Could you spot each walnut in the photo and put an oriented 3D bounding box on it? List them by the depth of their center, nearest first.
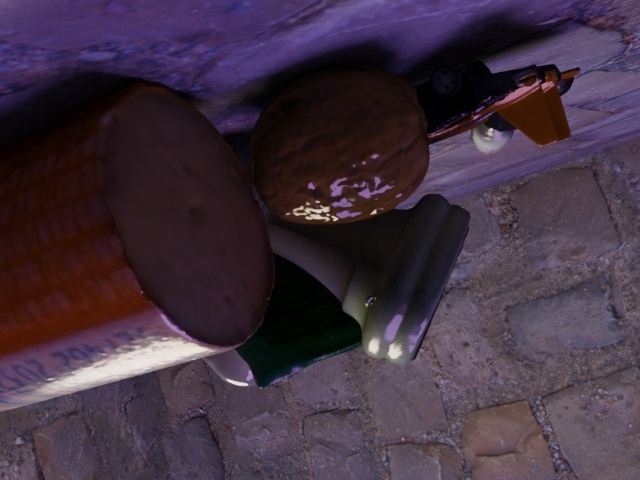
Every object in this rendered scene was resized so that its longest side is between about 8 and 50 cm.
[{"bbox_3d":[0.014,-0.085,0.721,0.184,0.155,0.155,-17,175,20],"label":"walnut"}]

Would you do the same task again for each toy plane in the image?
[{"bbox_3d":[0.108,-0.130,0.827,0.316,0.103,0.204,-8,-173,35],"label":"toy plane"}]

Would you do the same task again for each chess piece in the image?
[{"bbox_3d":[0.000,0.000,0.855,0.299,0.194,0.194,23,-178,10],"label":"chess piece"}]

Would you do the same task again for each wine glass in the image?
[{"bbox_3d":[0.246,-0.163,1.061,0.074,0.074,0.262,-17,176,7],"label":"wine glass"}]

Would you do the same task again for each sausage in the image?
[{"bbox_3d":[-0.214,0.019,0.674,0.287,0.233,0.233,-19,174,27],"label":"sausage"}]

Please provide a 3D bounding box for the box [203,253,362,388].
[{"bbox_3d":[-0.111,0.061,0.942,0.264,0.337,0.106,-8,132,-53],"label":"box"}]
